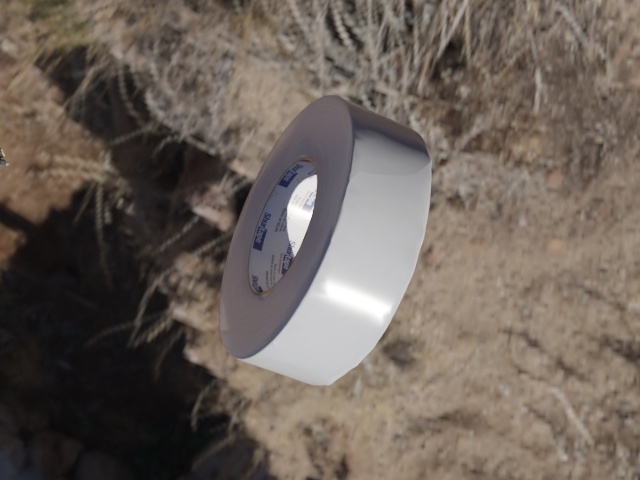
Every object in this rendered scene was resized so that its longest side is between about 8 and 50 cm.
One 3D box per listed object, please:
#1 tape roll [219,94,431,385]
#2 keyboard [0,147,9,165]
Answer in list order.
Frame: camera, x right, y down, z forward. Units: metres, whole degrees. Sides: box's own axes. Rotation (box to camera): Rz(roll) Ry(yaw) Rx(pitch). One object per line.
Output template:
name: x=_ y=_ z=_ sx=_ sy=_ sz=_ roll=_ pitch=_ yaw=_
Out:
tape roll: x=0.000 y=0.000 z=1.158 sx=0.072 sy=0.219 sz=0.219 roll=21 pitch=129 yaw=-22
keyboard: x=-0.350 y=-0.123 z=1.197 sx=0.033 sy=0.317 sz=0.201 roll=-42 pitch=93 yaw=9
